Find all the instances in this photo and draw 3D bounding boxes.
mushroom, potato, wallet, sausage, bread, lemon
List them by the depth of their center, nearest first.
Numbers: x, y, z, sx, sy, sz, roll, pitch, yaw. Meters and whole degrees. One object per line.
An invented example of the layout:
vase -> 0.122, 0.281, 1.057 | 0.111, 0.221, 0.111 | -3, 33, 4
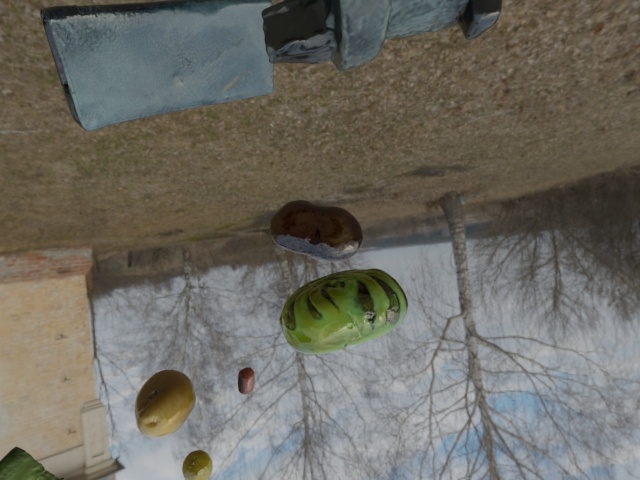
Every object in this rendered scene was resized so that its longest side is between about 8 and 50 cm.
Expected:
bread -> 0.024, 0.071, 0.439 | 0.139, 0.071, 0.130 | -13, 180, 9
wallet -> -0.250, -0.319, 0.704 | 0.378, 0.191, 0.046 | -24, -130, -29
mushroom -> 0.000, 0.000, 1.021 | 0.226, 0.148, 0.218 | 21, 161, 15
potato -> -0.412, 0.435, 1.084 | 0.146, 0.151, 0.233 | 27, 178, -26
sausage -> -0.260, 0.499, 1.425 | 0.054, 0.094, 0.059 | 0, -179, -42
lemon -> -0.449, 0.831, 1.470 | 0.108, 0.133, 0.109 | -3, -143, 2

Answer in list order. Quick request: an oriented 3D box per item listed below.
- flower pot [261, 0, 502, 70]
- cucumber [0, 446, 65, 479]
flower pot -> 0.052, -0.343, 0.469 | 0.282, 0.300, 0.299 | -13, 178, -2
cucumber -> -0.288, 0.296, 0.301 | 0.115, 0.063, 0.244 | 34, -162, -4
